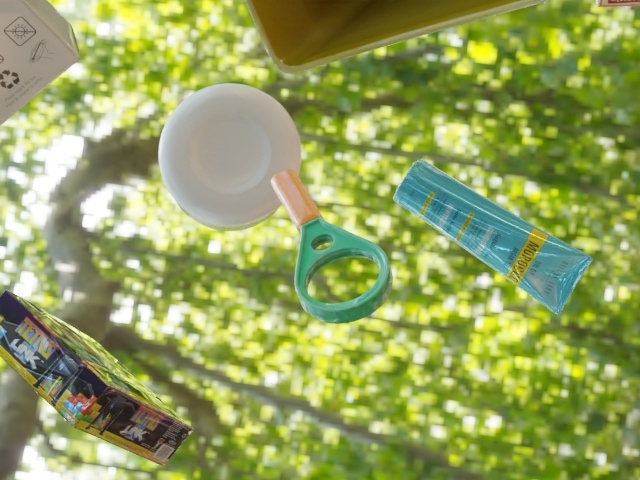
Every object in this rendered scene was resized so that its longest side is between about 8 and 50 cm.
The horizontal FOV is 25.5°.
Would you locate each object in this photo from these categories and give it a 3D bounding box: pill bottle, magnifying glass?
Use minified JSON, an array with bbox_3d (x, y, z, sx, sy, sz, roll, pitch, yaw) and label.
[{"bbox_3d":[-0.123,-0.104,1.911,0.323,0.181,0.181,156,122,-85],"label":"pill bottle"},{"bbox_3d":[0.000,0.000,1.377,0.231,0.092,0.026,-121,8,-51],"label":"magnifying glass"}]

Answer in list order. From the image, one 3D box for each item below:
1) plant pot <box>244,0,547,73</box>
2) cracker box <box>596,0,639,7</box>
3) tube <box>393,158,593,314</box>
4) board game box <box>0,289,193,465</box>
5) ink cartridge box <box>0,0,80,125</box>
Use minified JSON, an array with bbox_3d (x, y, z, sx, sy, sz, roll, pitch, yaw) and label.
[{"bbox_3d":[0.060,-0.253,0.866,0.187,0.212,0.212,-42,-66,-45],"label":"plant pot"},{"bbox_3d":[0.329,-0.390,1.527,0.232,0.067,0.155,86,-178,-46],"label":"cracker box"},{"bbox_3d":[0.174,-0.008,1.449,0.052,0.207,0.080,-46,-16,-46],"label":"tube"},{"bbox_3d":[-0.202,0.122,1.228,0.048,0.141,0.170,-50,-27,-3],"label":"board game box"},{"bbox_3d":[-0.327,-0.187,0.917,0.332,0.165,0.065,46,-168,-37],"label":"ink cartridge box"}]
